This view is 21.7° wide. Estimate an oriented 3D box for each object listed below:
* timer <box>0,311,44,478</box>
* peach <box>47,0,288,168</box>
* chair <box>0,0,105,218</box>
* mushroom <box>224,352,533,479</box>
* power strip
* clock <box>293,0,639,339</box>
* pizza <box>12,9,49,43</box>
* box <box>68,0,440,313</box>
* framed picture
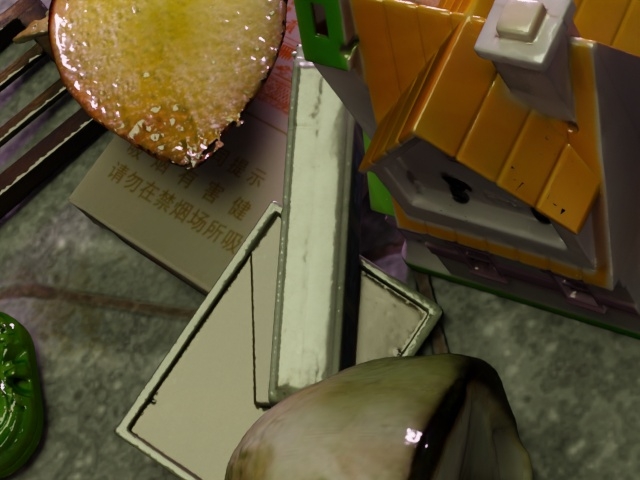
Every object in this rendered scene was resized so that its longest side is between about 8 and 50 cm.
[{"bbox_3d":[-0.279,0.125,1.292,0.128,0.047,0.140,-22,57,13],"label":"timer"},{"bbox_3d":[-0.107,-0.149,1.282,0.189,0.068,0.279,-18,55,9],"label":"peach"},{"bbox_3d":[-0.401,-0.073,1.336,0.416,0.240,0.203,-43,53,0],"label":"chair"},{"bbox_3d":[0.019,0.167,0.995,0.164,0.190,0.267,-1,35,23],"label":"mushroom"},{"bbox_3d":[0.000,0.000,1.146,0.052,0.078,0.272,1,76,8],"label":"power strip"},{"bbox_3d":[0.127,-0.080,1.047,0.235,0.309,0.166,17,74,31],"label":"clock"},{"bbox_3d":[-0.147,-0.236,1.408,0.262,0.034,0.181,-31,56,-5],"label":"pizza"},{"bbox_3d":[-0.015,-0.126,1.295,0.204,0.051,0.365,30,80,34],"label":"box"},{"bbox_3d":[-0.029,0.093,1.176,0.150,0.015,0.203,32,81,11],"label":"framed picture"}]
